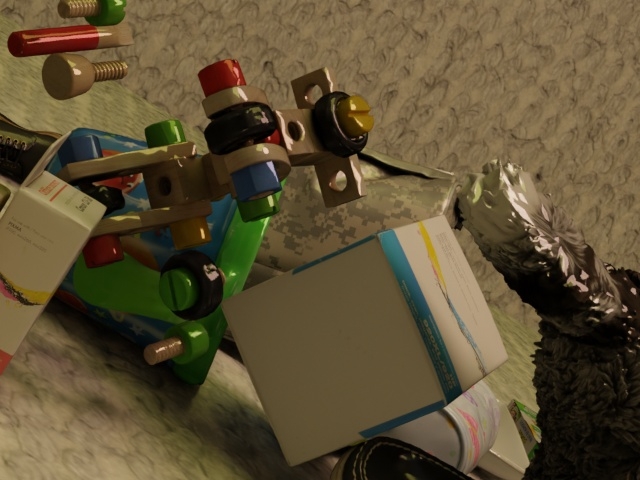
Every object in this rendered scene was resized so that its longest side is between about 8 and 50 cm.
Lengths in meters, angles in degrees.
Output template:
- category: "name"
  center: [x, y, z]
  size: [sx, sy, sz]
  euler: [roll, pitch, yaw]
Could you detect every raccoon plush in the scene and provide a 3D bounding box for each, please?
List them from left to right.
- category: "raccoon plush"
  center: [0.216, 0.140, 1.420]
  size: [0.446, 0.299, 0.216]
  euler: [50, 35, -7]

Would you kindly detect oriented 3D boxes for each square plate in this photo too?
- category: "square plate"
  center: [0.116, 0.192, 2.018]
  size: [0.344, 0.049, 0.347]
  euler: [31, 8, -4]

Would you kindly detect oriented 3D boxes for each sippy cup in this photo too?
- category: "sippy cup"
  center: [-0.178, -0.001, 1.513]
  size: [0.224, 0.240, 0.305]
  euler: [23, -22, -2]

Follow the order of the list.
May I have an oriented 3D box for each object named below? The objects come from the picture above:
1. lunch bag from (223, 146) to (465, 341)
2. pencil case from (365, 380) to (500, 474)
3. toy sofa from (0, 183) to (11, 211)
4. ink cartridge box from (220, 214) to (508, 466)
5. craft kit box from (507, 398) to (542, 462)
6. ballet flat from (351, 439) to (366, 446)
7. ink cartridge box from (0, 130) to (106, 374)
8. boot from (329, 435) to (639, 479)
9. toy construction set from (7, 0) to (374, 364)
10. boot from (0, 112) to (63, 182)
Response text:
- category: "lunch bag"
  center: [0.000, 0.000, 1.766]
  size: [0.305, 0.256, 0.212]
  euler: [21, 15, 3]
- category: "pencil case"
  center: [0.131, 0.213, 1.694]
  size: [0.124, 0.114, 0.273]
  euler: [66, 14, 3]
- category: "toy sofa"
  center: [-0.422, -0.055, 1.085]
  size: [0.363, 0.150, 0.177]
  euler: [32, 7, -5]
- category: "ink cartridge box"
  center: [0.050, 0.089, 1.432]
  size: [0.168, 0.171, 0.233]
  euler: [66, 21, 3]
- category: "craft kit box"
  center: [0.382, 0.341, 2.133]
  size: [0.250, 0.061, 0.246]
  euler: [32, 11, -7]
- category: "ballet flat"
  center: [0.021, 0.184, 1.605]
  size: [0.077, 0.077, 0.231]
  euler: [34, 8, 17]
- category: "ink cartridge box"
  center: [-0.235, 0.014, 1.210]
  size: [0.067, 0.198, 0.115]
  euler: [31, 9, -8]
- category: "boot"
  center: [0.219, 0.242, 1.267]
  size: [0.377, 0.284, 0.138]
  euler: [38, 44, 0]
- category: "toy construction set"
  center: [-0.099, -0.098, 1.334]
  size: [0.237, 0.257, 0.309]
  euler: [-17, 61, -50]
- category: "boot"
  center: [-0.388, -0.106, 1.831]
  size: [0.198, 0.076, 0.137]
  euler: [21, 10, 11]
